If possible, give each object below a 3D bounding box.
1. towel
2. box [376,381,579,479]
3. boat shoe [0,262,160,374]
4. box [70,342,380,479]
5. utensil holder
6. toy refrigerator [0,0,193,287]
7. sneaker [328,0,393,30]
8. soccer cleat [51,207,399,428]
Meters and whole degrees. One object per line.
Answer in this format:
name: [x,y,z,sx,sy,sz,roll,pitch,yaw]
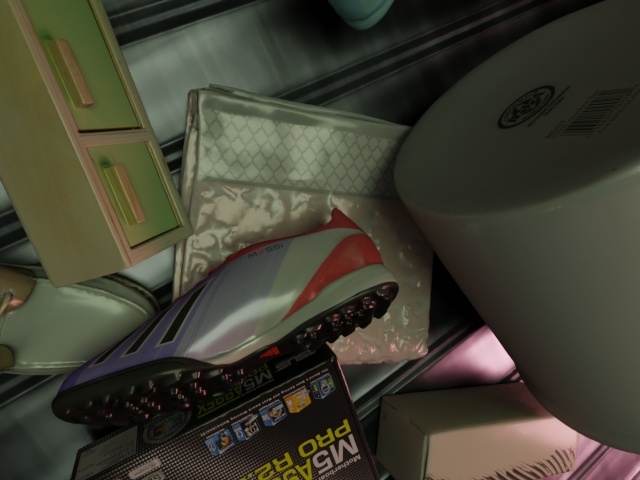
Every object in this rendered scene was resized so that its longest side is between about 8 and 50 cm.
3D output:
towel: [0.000,0.000,0.502,0.332,0.053,0.317,3,93,-23]
box: [0.224,0.273,0.587,0.275,0.113,0.094,4,94,-22]
boat shoe: [-0.294,0.068,0.350,0.302,0.103,0.113,9,90,-24]
box: [-0.080,0.255,0.452,0.270,0.060,0.216,-23,111,-14]
utensil holder: [0.308,-0.006,0.464,0.327,0.327,0.385,-49,117,-13]
toy refrigerator: [-0.213,-0.108,0.355,0.094,0.102,0.269,-14,102,19]
sneaker: [0.077,-0.404,0.486,0.366,0.135,0.150,-64,153,-17]
soccer cleat: [-0.087,0.071,0.400,0.318,0.108,0.116,-23,61,-9]
